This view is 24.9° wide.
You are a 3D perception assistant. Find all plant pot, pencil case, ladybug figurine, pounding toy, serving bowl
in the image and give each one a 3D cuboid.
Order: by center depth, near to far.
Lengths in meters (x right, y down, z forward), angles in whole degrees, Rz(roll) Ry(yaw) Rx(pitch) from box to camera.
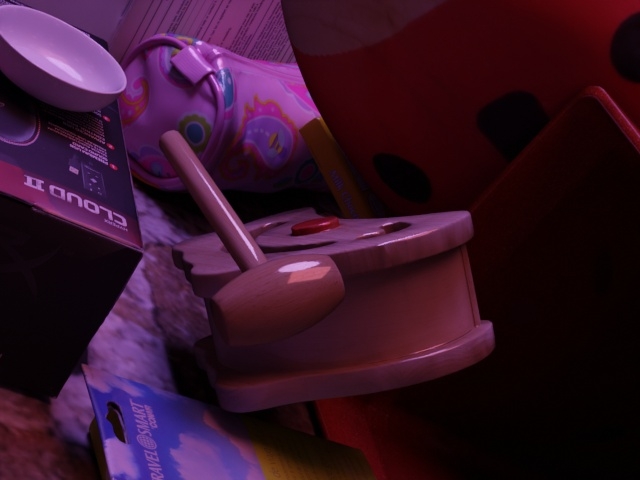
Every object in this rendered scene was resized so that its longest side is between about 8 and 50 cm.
[{"bbox_3d":[0.000,0.000,0.799,0.154,0.155,0.269,-13,8,-10],"label":"pounding toy"},{"bbox_3d":[-0.151,-0.097,0.811,0.083,0.027,0.083,29,21,-13],"label":"serving bowl"},{"bbox_3d":[0.188,0.120,0.840,0.235,0.267,0.267,31,20,-29],"label":"plant pot"},{"bbox_3d":[0.151,-0.094,0.960,0.449,0.305,0.162,45,31,-25],"label":"ladybug figurine"},{"bbox_3d":[-0.034,-0.094,1.141,0.124,0.124,0.284,45,26,28],"label":"pencil case"}]

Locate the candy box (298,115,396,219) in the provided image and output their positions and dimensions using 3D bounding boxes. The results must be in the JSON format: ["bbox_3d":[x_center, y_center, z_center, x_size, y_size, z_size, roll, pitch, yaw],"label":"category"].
[{"bbox_3d":[0.065,-0.007,1.089,0.105,0.027,0.206,-23,85,-56],"label":"candy box"}]

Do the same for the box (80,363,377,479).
[{"bbox_3d":[-0.044,0.130,0.753,0.178,0.042,0.109,20,19,-27],"label":"box"}]

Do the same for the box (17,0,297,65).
[{"bbox_3d":[-0.124,-0.185,1.168,0.127,0.149,0.232,45,24,27],"label":"box"}]

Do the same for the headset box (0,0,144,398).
[{"bbox_3d":[-0.225,-0.051,0.803,0.218,0.110,0.293,22,24,-25],"label":"headset box"}]
